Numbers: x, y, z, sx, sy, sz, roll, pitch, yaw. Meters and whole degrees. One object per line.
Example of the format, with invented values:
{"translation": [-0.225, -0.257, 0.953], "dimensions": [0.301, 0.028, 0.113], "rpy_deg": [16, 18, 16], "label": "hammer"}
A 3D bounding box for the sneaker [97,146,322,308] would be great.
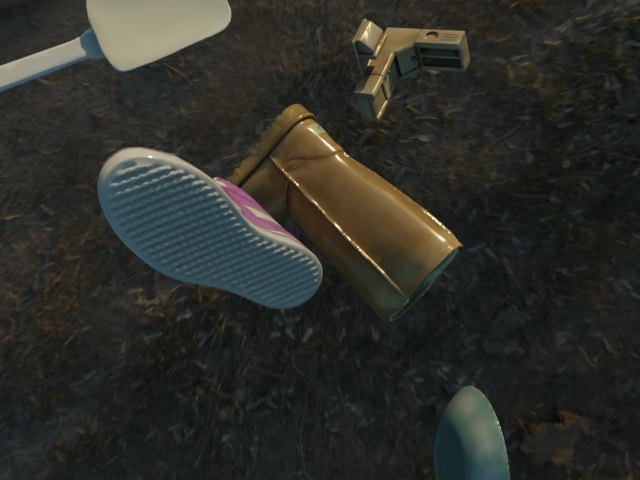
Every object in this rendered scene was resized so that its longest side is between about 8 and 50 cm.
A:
{"translation": [-0.133, -0.029, 0.849], "dimensions": [0.102, 0.161, 0.282], "rpy_deg": [-48, 136, 5], "label": "sneaker"}

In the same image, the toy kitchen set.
{"translation": [0.073, -0.152, 0.692], "dimensions": [0.075, 0.068, 0.083], "rpy_deg": [10, 58, 26], "label": "toy kitchen set"}

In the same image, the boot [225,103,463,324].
{"translation": [0.000, 0.000, 1.002], "dimensions": [0.269, 0.089, 0.236], "rpy_deg": [45, 118, 15], "label": "boot"}

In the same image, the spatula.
{"translation": [-0.193, -0.157, 0.500], "dimensions": [0.242, 0.019, 0.168], "rpy_deg": [-23, 84, -10], "label": "spatula"}

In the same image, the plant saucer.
{"translation": [0.175, 0.278, 1.012], "dimensions": [0.037, 0.195, 0.195], "rpy_deg": [0, 99, -13], "label": "plant saucer"}
